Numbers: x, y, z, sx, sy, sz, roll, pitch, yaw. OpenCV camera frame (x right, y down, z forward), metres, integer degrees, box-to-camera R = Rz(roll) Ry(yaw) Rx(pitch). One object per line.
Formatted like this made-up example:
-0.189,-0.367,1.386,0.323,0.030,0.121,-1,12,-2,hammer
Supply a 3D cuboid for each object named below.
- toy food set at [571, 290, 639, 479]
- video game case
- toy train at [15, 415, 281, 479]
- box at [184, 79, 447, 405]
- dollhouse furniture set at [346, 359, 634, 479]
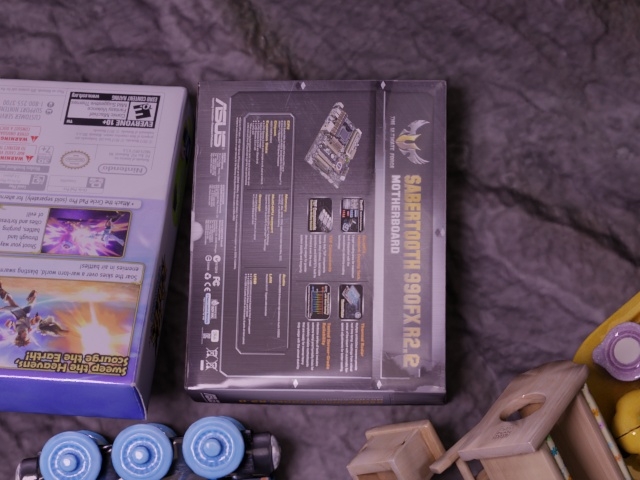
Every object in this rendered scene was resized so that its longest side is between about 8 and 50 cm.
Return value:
0.268,0.073,1.112,0.218,0.071,0.128,-41,77,-7,toy food set
-0.238,-0.001,1.142,0.270,0.061,0.244,3,58,6,video game case
-0.116,0.178,1.114,0.184,0.080,0.105,-6,84,1,toy train
0.000,0.000,1.159,0.183,0.056,0.231,0,76,3,box
0.136,0.190,1.109,0.101,0.161,0.181,-44,113,-45,dollhouse furniture set
